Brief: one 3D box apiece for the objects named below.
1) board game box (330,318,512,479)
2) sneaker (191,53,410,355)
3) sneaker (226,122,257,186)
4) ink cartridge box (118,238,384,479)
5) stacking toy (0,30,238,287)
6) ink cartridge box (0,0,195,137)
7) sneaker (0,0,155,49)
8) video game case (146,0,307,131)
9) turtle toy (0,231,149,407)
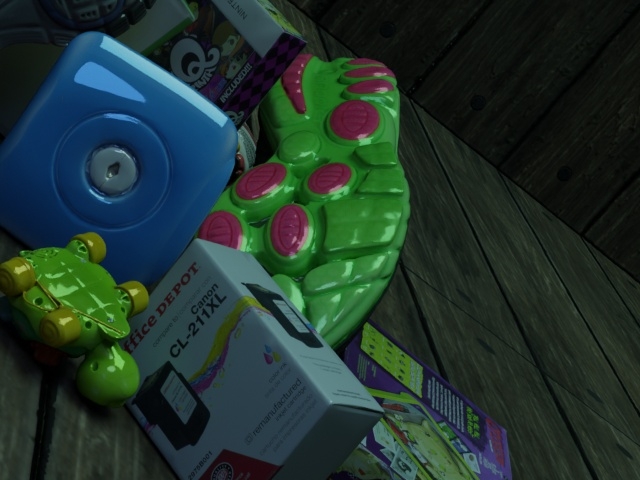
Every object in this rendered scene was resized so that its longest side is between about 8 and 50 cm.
[{"bbox_3d":[0.088,0.186,1.558,0.208,0.056,0.347,36,13,-5],"label":"board game box"},{"bbox_3d":[0.000,0.000,1.568,0.185,0.202,0.483,3,31,10],"label":"sneaker"},{"bbox_3d":[-0.149,-0.155,1.877,0.225,0.088,0.092,57,25,6],"label":"sneaker"},{"bbox_3d":[-0.060,0.104,1.209,0.175,0.127,0.072,48,17,32],"label":"ink cartridge box"},{"bbox_3d":[-0.180,-0.068,1.459,0.165,0.175,0.302,34,0,-10],"label":"stacking toy"},{"bbox_3d":[-0.253,-0.244,1.576,0.117,0.201,0.278,49,8,-38],"label":"ink cartridge box"},{"bbox_3d":[-0.261,-0.200,1.370,0.129,0.297,0.111,40,-32,48],"label":"sneaker"},{"bbox_3d":[-0.142,-0.159,1.617,0.042,0.232,0.210,24,22,-48],"label":"video game case"},{"bbox_3d":[-0.169,0.057,1.183,0.130,0.066,0.095,48,37,16],"label":"turtle toy"}]
